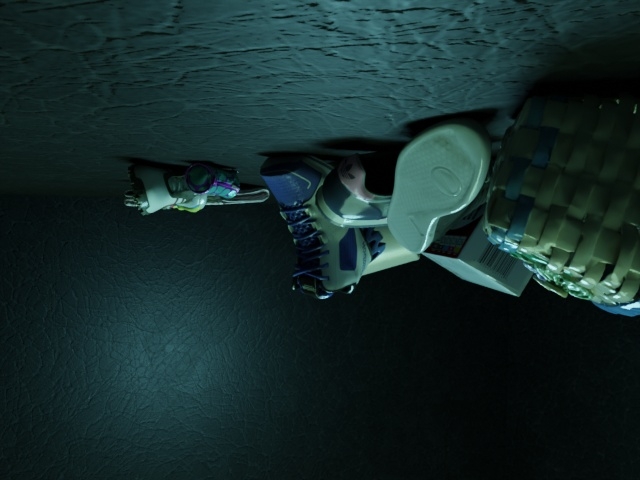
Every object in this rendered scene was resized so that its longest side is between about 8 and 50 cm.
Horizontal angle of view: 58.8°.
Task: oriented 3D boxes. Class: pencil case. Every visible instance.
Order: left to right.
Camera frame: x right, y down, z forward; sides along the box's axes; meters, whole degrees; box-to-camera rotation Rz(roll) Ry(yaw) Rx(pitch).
[{"bbox_3d":[-0.219,-0.123,1.174,0.070,0.064,0.152,18,-174,13],"label":"pencil case"}]

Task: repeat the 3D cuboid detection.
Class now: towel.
[{"bbox_3d":[-0.368,-0.136,1.723,0.332,0.053,0.317,1,-175,19],"label":"towel"}]

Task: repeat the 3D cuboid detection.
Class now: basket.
[{"bbox_3d":[0.307,-0.028,0.535,0.289,0.200,0.255,12,-177,14],"label":"basket"}]

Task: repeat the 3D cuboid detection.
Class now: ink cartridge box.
[{"bbox_3d":[0.339,-0.055,1.094,0.130,0.271,0.309,32,179,-4],"label":"ink cartridge box"}]

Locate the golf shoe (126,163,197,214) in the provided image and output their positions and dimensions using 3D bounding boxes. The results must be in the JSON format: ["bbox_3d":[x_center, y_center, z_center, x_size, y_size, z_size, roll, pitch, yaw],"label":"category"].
[{"bbox_3d":[-0.322,-0.121,1.199,0.120,0.105,0.273,-14,-173,3],"label":"golf shoe"}]

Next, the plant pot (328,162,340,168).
[{"bbox_3d":[0.067,-0.101,1.129,0.135,0.095,0.134,1,-178,0],"label":"plant pot"}]

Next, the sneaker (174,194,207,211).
[{"bbox_3d":[-0.387,-0.120,1.449,0.126,0.091,0.240,1,-178,-38],"label":"sneaker"}]

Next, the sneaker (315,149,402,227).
[{"bbox_3d":[0.157,-0.094,0.900,0.319,0.112,0.131,-11,158,-27],"label":"sneaker"}]

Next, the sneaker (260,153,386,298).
[{"bbox_3d":[0.001,0.001,1.034,0.128,0.182,0.315,0,144,41],"label":"sneaker"}]

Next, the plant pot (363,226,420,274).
[{"bbox_3d":[0.146,-0.025,1.778,0.306,0.333,0.334,-9,179,15],"label":"plant pot"}]

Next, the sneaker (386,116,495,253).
[{"bbox_3d":[0.179,-0.097,0.744,0.147,0.104,0.295,-41,166,-18],"label":"sneaker"}]
